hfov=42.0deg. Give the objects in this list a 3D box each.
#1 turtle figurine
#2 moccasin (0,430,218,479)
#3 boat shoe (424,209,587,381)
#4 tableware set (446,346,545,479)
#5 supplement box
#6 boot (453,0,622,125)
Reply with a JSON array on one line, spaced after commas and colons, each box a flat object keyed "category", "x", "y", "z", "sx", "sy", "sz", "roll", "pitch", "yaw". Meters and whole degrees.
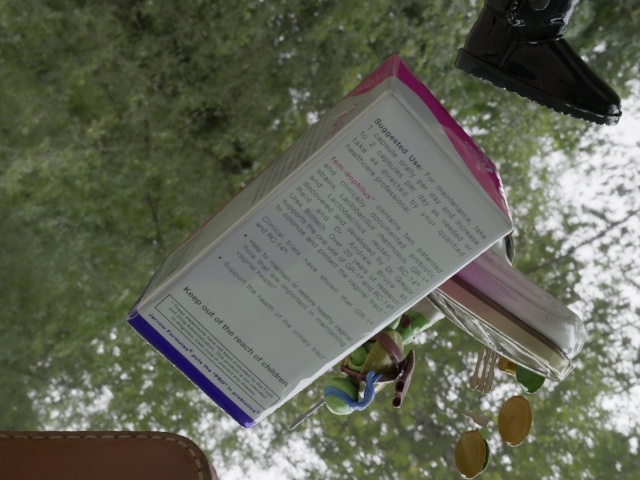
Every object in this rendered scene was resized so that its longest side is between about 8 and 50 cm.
[{"category": "turtle figurine", "x": 0.048, "y": 0.132, "z": 1.242, "sx": 0.266, "sy": 0.198, "sz": 0.275, "roll": -41, "pitch": -168, "yaw": -29}, {"category": "moccasin", "x": -0.228, "y": 0.105, "z": 0.319, "sx": 0.380, "sy": 0.147, "sz": 0.139, "roll": 4, "pitch": -150, "yaw": -7}, {"category": "boat shoe", "x": 0.097, "y": -0.010, "z": 0.659, "sx": 0.103, "sy": 0.113, "sz": 0.302, "roll": -46, "pitch": -132, "yaw": -4}, {"category": "tableware set", "x": 0.175, "y": 0.182, "z": 0.813, "sx": 0.104, "sy": 0.024, "sz": 0.154, "roll": 5, "pitch": -101, "yaw": 66}, {"category": "supplement box", "x": 0.000, "y": 0.000, "z": 0.537, "sx": 0.220, "sy": 0.114, "sz": 0.111, "roll": -41, "pitch": -167, "yaw": 21}, {"category": "boot", "x": 0.322, "y": -0.284, "z": 1.100, "sx": 0.094, "sy": 0.246, "sz": 0.207, "roll": -57, "pitch": 170, "yaw": -65}]
